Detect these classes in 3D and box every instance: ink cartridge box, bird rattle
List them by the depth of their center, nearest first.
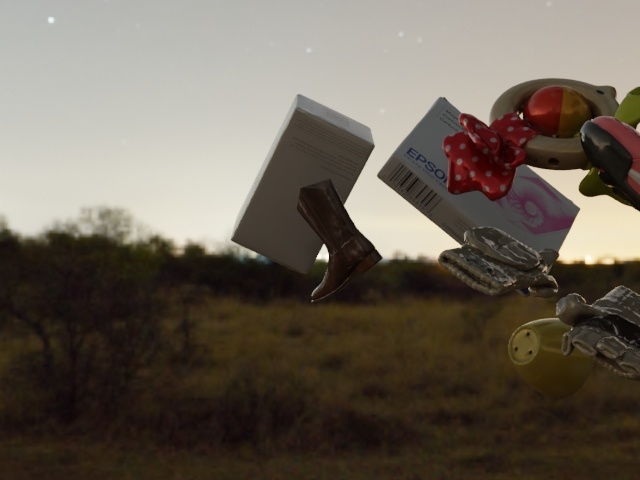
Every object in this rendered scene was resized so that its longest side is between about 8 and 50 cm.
[{"bbox_3d":[0.280,-0.126,1.234,0.254,0.143,0.207,-2,39,17],"label":"bird rattle"},{"bbox_3d":[0.296,-0.104,1.758,0.071,0.324,0.330,-52,-1,43],"label":"ink cartridge box"}]

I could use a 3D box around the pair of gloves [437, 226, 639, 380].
[{"bbox_3d":[0.247,0.063,1.048,0.240,0.042,0.204,30,23,14],"label":"pair of gloves"}]

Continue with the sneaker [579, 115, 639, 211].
[{"bbox_3d":[0.383,-0.047,0.903,0.314,0.136,0.116,30,10,-1],"label":"sneaker"}]

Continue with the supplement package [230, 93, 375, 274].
[{"bbox_3d":[-0.022,-0.069,1.209,0.105,0.179,0.105,25,15,-8],"label":"supplement package"}]

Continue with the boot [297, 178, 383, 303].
[{"bbox_3d":[0.000,0.000,1.101,0.106,0.114,0.037,-38,-3,26],"label":"boot"}]

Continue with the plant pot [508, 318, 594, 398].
[{"bbox_3d":[0.365,0.182,1.652,0.095,0.134,0.134,22,-14,-32],"label":"plant pot"}]
